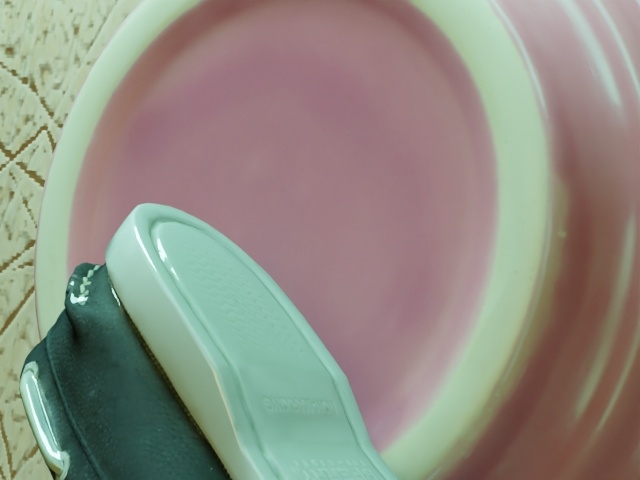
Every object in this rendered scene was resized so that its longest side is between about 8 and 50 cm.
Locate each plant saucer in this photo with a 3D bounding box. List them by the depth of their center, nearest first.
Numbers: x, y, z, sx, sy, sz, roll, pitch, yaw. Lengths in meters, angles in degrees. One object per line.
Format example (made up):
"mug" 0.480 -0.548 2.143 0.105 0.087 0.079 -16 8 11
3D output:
"plant saucer" 0.000 0.000 0.619 0.332 0.084 0.332 -7 77 33

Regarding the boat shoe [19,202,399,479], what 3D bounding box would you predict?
"boat shoe" -0.007 0.122 0.490 0.091 0.114 0.302 -47 50 19
